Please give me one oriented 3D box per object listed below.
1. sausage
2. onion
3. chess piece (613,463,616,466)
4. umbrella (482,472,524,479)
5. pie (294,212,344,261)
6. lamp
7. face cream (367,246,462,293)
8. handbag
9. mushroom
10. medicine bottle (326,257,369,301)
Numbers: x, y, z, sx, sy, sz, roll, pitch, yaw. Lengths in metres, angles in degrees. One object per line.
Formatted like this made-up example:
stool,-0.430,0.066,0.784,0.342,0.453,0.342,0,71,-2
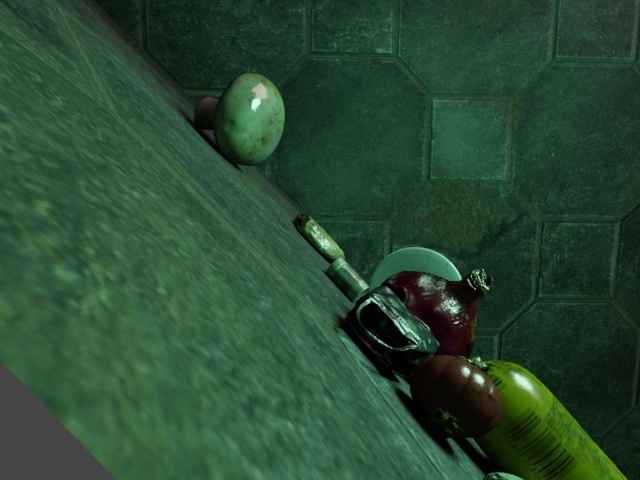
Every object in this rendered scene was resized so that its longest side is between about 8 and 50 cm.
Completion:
sausage,0.309,0.299,0.543,0.347,0.123,0.123,51,4,10
onion,0.164,0.114,0.617,0.173,0.198,0.135,50,34,16
chess piece,0.364,0.372,0.667,0.271,0.139,0.139,32,8,-24
umbrella,0.194,0.249,0.352,0.143,0.062,0.067,39,-27,-10
pie,0.003,-0.002,1.180,0.185,0.052,0.218,43,1,-14
lamp,0.151,0.175,0.464,0.101,0.090,0.101,27,-32,19
face cream,0.212,0.123,0.926,0.201,0.201,0.187,46,3,14
handbag,0.077,0.111,0.496,0.115,0.072,0.139,48,8,20
mushroom,-0.219,-0.325,1.090,0.243,0.243,0.243,46,3,-3
medicine bottle,0.054,0.079,0.828,0.083,0.047,0.047,47,3,17
